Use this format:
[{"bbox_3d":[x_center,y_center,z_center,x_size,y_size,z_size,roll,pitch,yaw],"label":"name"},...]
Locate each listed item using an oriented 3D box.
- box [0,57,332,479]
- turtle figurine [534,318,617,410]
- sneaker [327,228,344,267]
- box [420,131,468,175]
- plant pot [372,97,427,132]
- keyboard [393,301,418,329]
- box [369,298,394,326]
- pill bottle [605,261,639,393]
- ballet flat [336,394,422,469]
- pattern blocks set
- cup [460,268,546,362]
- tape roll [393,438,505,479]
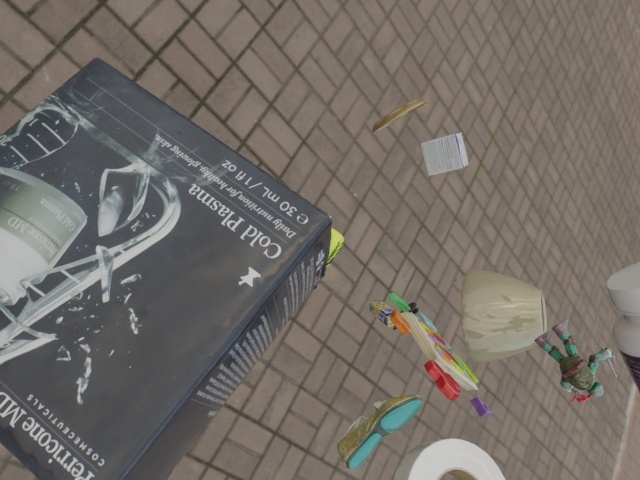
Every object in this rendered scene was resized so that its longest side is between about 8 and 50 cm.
[{"bbox_3d":[-0.310,0.057,0.759,0.480,0.297,0.472,35,72,11],"label":"box"},{"bbox_3d":[0.705,0.342,1.290,0.118,0.175,0.234,2,49,-52],"label":"turtle figurine"},{"bbox_3d":[-0.028,0.054,1.661,0.123,0.295,0.109,49,34,16],"label":"sneaker"},{"bbox_3d":[0.454,-0.316,1.730,0.072,0.137,0.126,-27,104,-50],"label":"box"},{"bbox_3d":[0.295,-0.482,1.810,0.236,0.236,0.032,-34,97,-33],"label":"plant pot"},{"bbox_3d":[0.350,0.297,1.910,0.023,0.108,0.180,56,25,-4],"label":"keyboard"},{"bbox_3d":[0.290,0.332,2.181,0.059,0.169,0.054,-17,113,-19],"label":"box"},{"bbox_3d":[0.363,0.117,0.466,0.108,0.108,0.193,-29,93,-35],"label":"pill bottle"},{"bbox_3d":[0.193,0.632,1.636,0.348,0.123,0.123,-42,118,-6],"label":"ballet flat"},{"bbox_3d":[0.249,0.231,1.001,0.026,0.325,0.285,-46,127,11],"label":"pattern blocks set"},{"bbox_3d":[0.645,0.260,1.637,0.331,0.237,0.331,14,74,-59],"label":"cup"},{"bbox_3d":[0.325,0.647,1.173,0.286,0.100,0.286,7,61,-13],"label":"tape roll"}]
